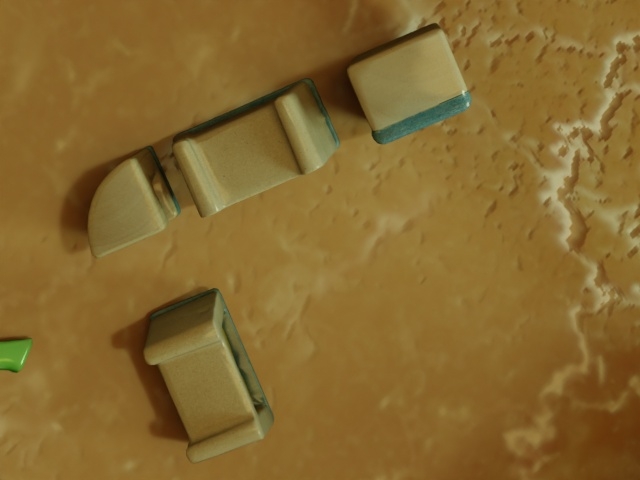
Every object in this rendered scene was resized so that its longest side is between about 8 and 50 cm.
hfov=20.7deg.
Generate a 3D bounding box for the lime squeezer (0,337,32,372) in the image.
[{"bbox_3d":[-0.306,0.042,0.869,0.310,0.059,0.110,24,85,-13],"label":"lime squeezer"}]

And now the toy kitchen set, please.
[{"bbox_3d":[0.000,0.000,0.939,0.207,0.122,0.166,-23,97,7],"label":"toy kitchen set"}]
